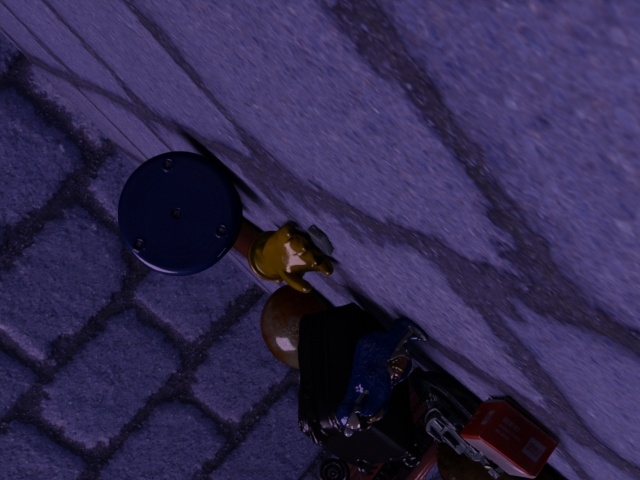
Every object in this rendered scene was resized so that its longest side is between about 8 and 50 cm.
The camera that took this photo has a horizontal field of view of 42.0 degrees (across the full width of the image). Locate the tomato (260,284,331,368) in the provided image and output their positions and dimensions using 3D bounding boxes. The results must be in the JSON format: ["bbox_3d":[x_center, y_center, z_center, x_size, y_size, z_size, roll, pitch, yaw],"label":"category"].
[{"bbox_3d":[-0.061,0.264,2.478,0.270,0.222,0.270,38,172,6],"label":"tomato"}]

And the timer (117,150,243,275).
[{"bbox_3d":[-0.285,-0.059,1.960,0.270,0.270,0.383,41,-175,5],"label":"timer"}]

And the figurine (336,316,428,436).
[{"bbox_3d":[0.106,0.263,1.663,0.121,0.262,0.164,31,154,13],"label":"figurine"}]

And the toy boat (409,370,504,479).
[{"bbox_3d":[0.307,0.396,1.840,0.296,0.122,0.114,42,147,16],"label":"toy boat"}]

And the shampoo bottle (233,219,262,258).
[{"bbox_3d":[-0.224,-0.018,2.277,0.244,0.085,0.085,33,167,43],"label":"shampoo bottle"}]

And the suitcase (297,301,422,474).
[{"bbox_3d":[0.087,0.332,1.909,0.345,0.188,0.339,44,-143,-48],"label":"suitcase"}]

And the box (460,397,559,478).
[{"bbox_3d":[0.358,0.374,1.592,0.133,0.099,0.182,38,169,8],"label":"box"}]

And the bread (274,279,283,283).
[{"bbox_3d":[-0.139,0.054,2.319,0.122,0.073,0.149,52,166,-24],"label":"bread"}]

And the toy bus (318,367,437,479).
[{"bbox_3d":[0.179,0.548,2.137,0.233,0.427,0.203,37,170,14],"label":"toy bus"}]

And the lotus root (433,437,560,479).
[{"bbox_3d":[0.419,0.562,1.922,0.397,0.196,0.179,36,163,40],"label":"lotus root"}]

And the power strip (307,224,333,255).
[{"bbox_3d":[0.000,0.000,1.606,0.040,0.016,0.090,39,171,24],"label":"power strip"}]

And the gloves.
[{"bbox_3d":[-0.064,0.032,1.812,0.133,0.116,0.294,37,166,-16],"label":"gloves"}]
